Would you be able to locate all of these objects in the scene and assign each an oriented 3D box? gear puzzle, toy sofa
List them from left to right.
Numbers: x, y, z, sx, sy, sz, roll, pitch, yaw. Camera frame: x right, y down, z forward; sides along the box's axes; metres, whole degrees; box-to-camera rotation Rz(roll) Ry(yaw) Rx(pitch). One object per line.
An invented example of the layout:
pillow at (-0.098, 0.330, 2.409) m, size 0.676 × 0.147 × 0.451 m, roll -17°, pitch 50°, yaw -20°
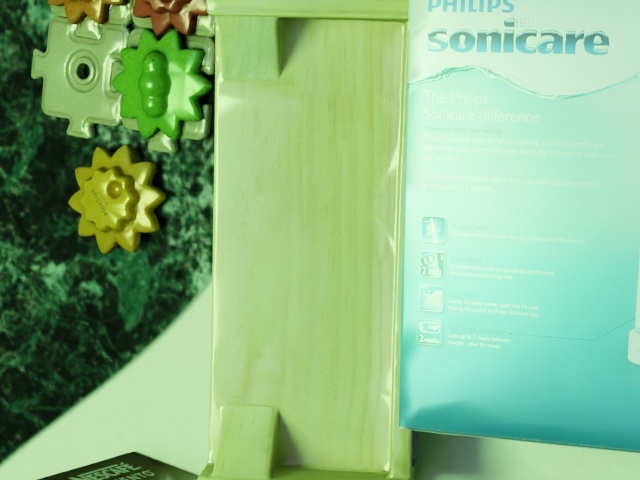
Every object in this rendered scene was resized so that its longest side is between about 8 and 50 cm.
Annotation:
gear puzzle at (-0.157, -0.157, 1.468) m, size 0.175 × 0.044 × 0.339 m, roll 11°, pitch 99°, yaw 29°
toy sofa at (0.000, 0.000, 1.350) m, size 0.150 × 0.177 × 0.363 m, roll 2°, pitch 95°, yaw 5°

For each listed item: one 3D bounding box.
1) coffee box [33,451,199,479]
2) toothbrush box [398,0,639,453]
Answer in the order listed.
coffee box at (-0.087, 0.246, 1.402) m, size 0.246 × 0.141 × 0.098 m, roll 16°, pitch 102°, yaw 27°
toothbrush box at (0.172, -0.022, 1.234) m, size 0.216 × 0.126 × 0.296 m, roll 2°, pitch 96°, yaw 23°
